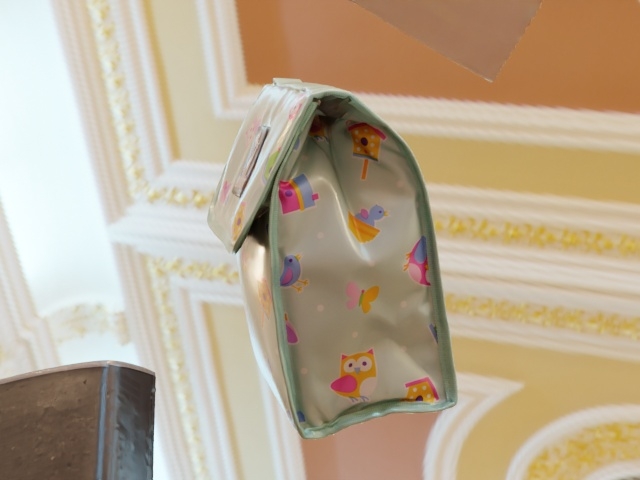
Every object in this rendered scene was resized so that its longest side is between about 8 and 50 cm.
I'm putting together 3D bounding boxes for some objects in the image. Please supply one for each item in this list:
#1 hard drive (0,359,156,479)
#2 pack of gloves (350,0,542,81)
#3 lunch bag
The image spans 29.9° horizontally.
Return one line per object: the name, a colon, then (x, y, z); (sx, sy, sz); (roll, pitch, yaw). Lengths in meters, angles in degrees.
hard drive: (-0.228, 0.170, 0.762); (0.255, 0.172, 0.054); (-19, -45, 14)
pack of gloves: (0.034, -0.217, 0.627); (0.232, 0.046, 0.195); (26, -51, -2)
lunch bag: (0.000, 0.000, 0.958); (0.160, 0.223, 0.262); (-14, -80, -9)
